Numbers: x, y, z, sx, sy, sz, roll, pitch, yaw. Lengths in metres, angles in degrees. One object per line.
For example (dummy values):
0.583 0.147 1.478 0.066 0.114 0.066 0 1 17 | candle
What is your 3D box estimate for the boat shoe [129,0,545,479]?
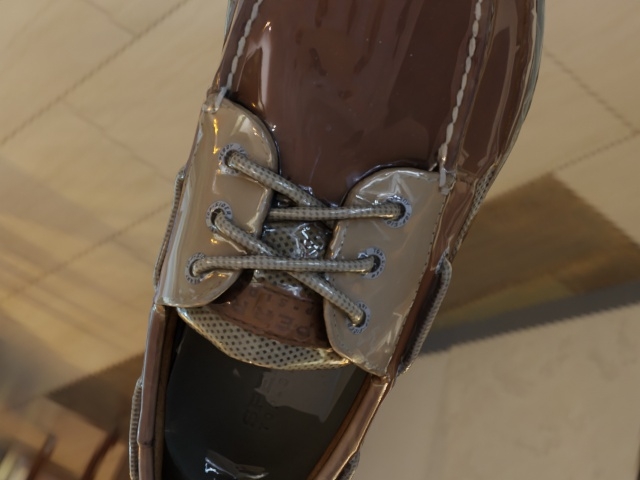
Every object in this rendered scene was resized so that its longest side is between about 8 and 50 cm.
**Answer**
0.000 0.000 0.551 0.123 0.116 0.324 15 125 3 | boat shoe
